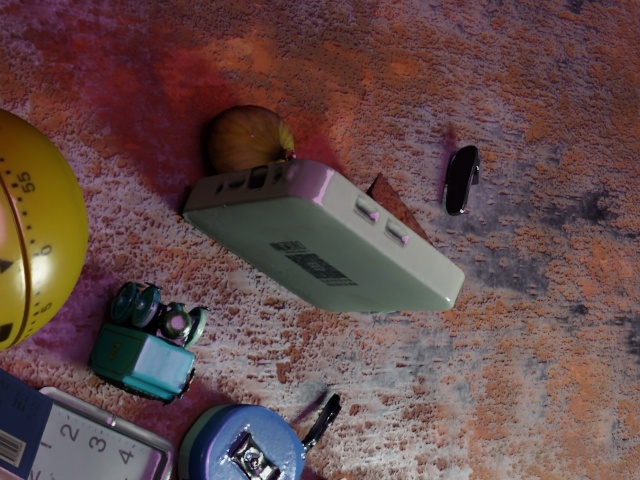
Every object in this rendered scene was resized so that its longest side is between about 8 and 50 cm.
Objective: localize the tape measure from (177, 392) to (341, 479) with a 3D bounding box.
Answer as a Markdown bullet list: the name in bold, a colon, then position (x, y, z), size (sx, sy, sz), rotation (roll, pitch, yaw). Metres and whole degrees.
- **tape measure**: position (-0.092, 0.335, 1.728), size (0.215, 0.098, 0.351), rotation (52, 54, -23)

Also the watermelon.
- **watermelon**: position (0.118, 0.007, 1.880), size (0.140, 0.193, 0.256), rotation (-12, 77, -39)

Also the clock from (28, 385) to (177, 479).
- **clock**: position (-0.367, 0.388, 1.525), size (0.279, 0.049, 0.273), rotation (33, 64, -31)

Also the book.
- **book**: position (-0.490, 0.204, 1.356), size (0.269, 0.025, 0.191), rotation (36, 19, -18)

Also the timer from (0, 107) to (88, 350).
- **timer**: position (-0.501, 0.002, 1.279), size (0.387, 0.376, 0.376), rotation (-25, 101, -41)

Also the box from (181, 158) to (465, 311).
- **box**: position (0.000, 0.000, 1.665), size (0.373, 0.367, 0.090), rotation (37, 65, -31)

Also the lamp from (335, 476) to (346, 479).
- **lamp**: position (0.046, 0.525, 1.823), size (0.050, 0.056, 0.198), rotation (-17, 88, -40)

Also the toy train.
- **toy train**: position (-0.263, 0.154, 1.545), size (0.112, 0.203, 0.163), rotation (28, 76, -27)

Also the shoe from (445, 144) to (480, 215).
- **shoe**: position (0.300, -0.119, 2.122), size (0.053, 0.062, 0.159), rotation (34, 63, -45)

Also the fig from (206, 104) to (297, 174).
- **fig**: position (-0.108, -0.137, 1.708), size (0.143, 0.230, 0.160), rotation (-36, 120, 8)
